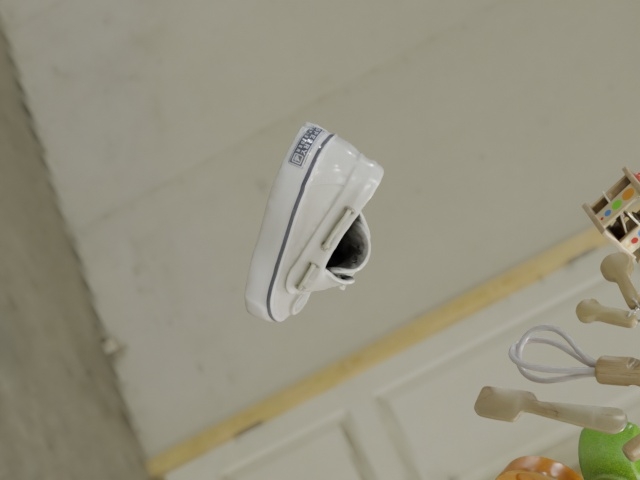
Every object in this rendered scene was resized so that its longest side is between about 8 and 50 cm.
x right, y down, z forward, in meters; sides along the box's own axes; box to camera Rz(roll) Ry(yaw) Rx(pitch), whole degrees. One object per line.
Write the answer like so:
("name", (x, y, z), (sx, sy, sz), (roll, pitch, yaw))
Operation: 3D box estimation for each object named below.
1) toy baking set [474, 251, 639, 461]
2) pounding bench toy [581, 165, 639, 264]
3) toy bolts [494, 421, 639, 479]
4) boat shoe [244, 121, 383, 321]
("toy baking set", (0.267, 0.104, 1.553), (0.197, 0.256, 0.030), (42, -12, 47))
("pounding bench toy", (0.306, -0.021, 1.720), (0.083, 0.065, 0.052), (38, 16, -33))
("toy bolts", (0.267, 0.316, 1.731), (0.228, 0.218, 0.158), (47, 49, -21))
("boat shoe", (0.000, 0.000, 1.503), (0.088, 0.096, 0.267), (26, -35, 6))
